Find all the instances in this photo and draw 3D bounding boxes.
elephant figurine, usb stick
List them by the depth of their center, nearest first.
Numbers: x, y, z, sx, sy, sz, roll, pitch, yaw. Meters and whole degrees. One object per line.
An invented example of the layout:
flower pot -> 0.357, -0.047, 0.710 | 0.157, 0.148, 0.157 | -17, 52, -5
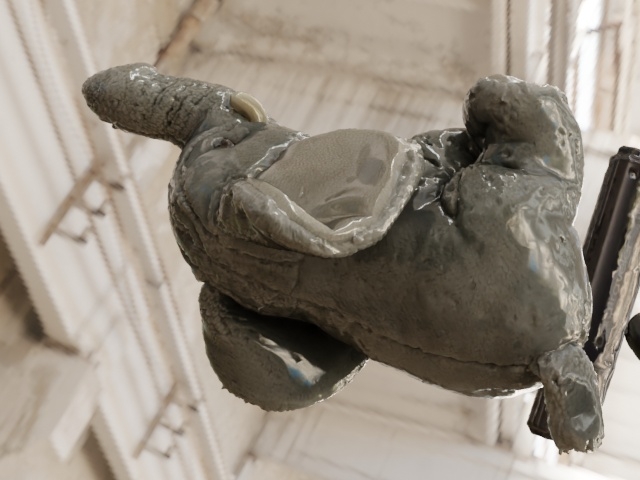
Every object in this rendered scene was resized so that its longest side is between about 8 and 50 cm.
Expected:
elephant figurine -> 0.000, 0.000, 0.645 | 0.239, 0.170, 0.186 | 1, 7, -7
usb stick -> 0.255, 0.053, 1.202 | 0.077, 0.278, 0.045 | 16, 3, -37

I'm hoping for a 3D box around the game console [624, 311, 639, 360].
game console -> 0.176, 0.085, 0.495 | 0.122, 0.107, 0.071 | 59, -34, 39
